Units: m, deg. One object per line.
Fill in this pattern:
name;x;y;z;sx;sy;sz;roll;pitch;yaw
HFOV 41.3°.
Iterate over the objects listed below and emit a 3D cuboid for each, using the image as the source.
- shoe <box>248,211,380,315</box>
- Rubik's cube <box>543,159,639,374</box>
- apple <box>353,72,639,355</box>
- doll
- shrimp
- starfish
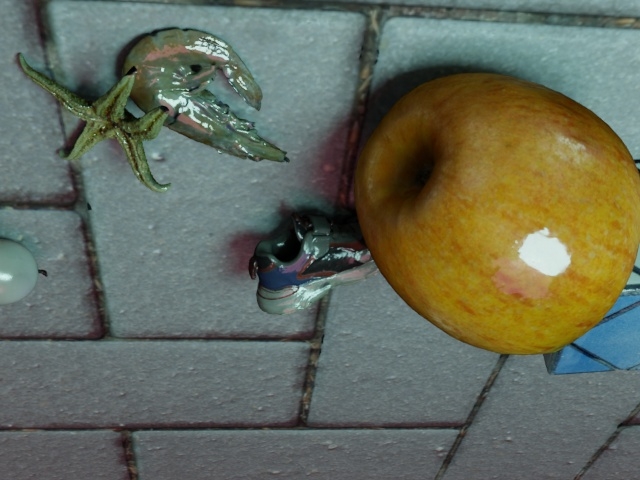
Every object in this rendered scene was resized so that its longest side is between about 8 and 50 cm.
shoe;0.000;0.000;1.117;0.227;0.099;0.125;-29;115;-1
Rubik's cube;0.388;0.036;1.103;0.205;0.207;0.205;-5;144;-1
apple;0.183;-0.034;0.921;0.275;0.299;0.299;25;134;-22
doll;-0.508;0.069;1.116;0.271;0.144;0.208;-28;146;21
shrimp;-0.112;-0.155;0.942;0.223;0.047;0.126;29;124;-31
starfish;-0.238;-0.133;0.935;0.217;0.050;0.223;36;143;-28
